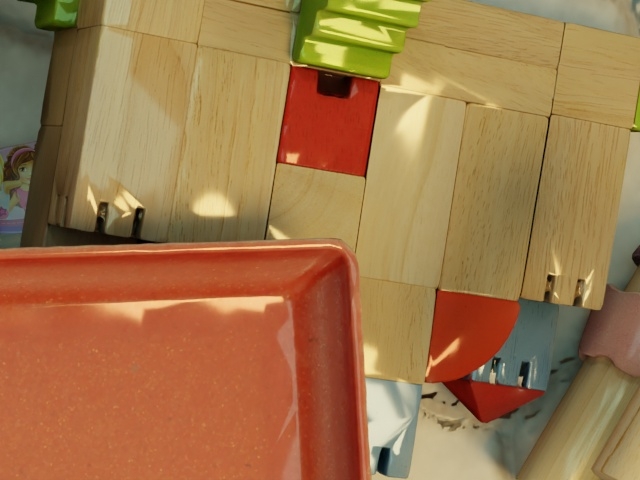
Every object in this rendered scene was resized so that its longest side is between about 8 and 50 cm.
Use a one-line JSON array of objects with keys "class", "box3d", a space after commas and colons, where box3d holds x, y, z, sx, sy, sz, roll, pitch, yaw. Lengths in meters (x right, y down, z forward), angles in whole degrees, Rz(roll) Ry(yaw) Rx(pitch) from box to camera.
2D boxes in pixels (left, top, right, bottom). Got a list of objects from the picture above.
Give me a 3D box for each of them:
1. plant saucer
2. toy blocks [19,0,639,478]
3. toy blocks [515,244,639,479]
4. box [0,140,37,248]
[{"class": "plant saucer", "box3d": [-0.105, 0.132, 0.842, 0.259, 0.048, 0.258, -2, 85, -17]}, {"class": "toy blocks", "box3d": [0.000, 0.000, 0.973, 0.381, 0.191, 0.261, 9, 90, -21]}, {"class": "toy blocks", "box3d": [0.297, 0.079, 0.937, 0.309, 0.288, 0.260, 31, 81, 1]}, {"class": "box", "box3d": [-0.228, 0.065, 1.027, 0.293, 0.057, 0.201, -12, 86, -3]}]
